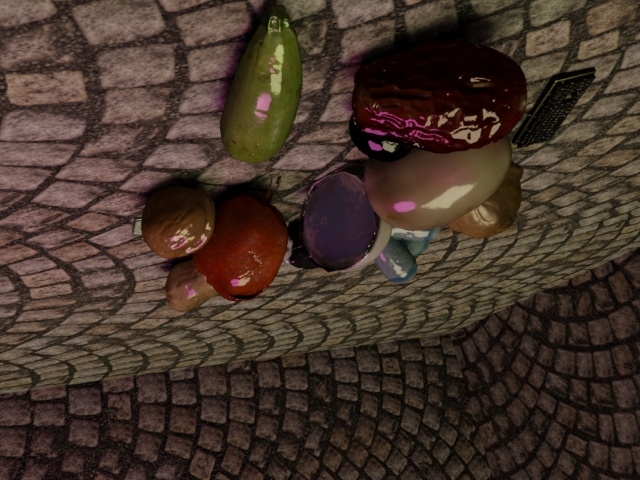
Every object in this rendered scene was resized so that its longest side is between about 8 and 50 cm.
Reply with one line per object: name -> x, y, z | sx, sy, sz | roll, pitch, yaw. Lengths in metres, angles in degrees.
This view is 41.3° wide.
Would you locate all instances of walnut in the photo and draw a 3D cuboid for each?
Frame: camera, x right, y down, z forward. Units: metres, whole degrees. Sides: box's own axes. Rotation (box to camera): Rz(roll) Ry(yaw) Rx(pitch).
walnut -> -0.295, -0.041, 1.757 | 0.166, 0.149, 0.166 | -40, -175, 4
walnut -> 0.353, -0.114, 1.919 | 0.225, 0.224, 0.261 | -22, 168, 22

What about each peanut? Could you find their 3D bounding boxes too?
peanut -> -0.323, 0.102, 2.219 | 0.224, 0.129, 0.129 | -33, 157, 26

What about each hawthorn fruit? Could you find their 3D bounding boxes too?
hawthorn fruit -> -0.158, -0.013, 1.864 | 0.211, 0.211, 0.299 | 10, 121, -54

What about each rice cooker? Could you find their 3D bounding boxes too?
rice cooker -> -0.001, 0.001, 2.165 | 0.203, 0.118, 0.142 | -19, 163, 13

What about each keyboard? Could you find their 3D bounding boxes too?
keyboard -> 0.500, -0.279, 1.847 | 0.106, 0.027, 0.317 | -13, 164, -6

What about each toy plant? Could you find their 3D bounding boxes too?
toy plant -> 0.140, -0.024, 1.989 | 0.247, 0.247, 0.332 | -27, 156, 36

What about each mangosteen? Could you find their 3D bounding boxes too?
mangosteen -> 0.127, -0.221, 1.582 | 0.137, 0.137, 0.151 | 11, 116, -55

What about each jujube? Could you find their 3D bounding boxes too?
jujube -> 0.199, -0.243, 1.436 | 0.291, 0.197, 0.197 | 0, 165, 7

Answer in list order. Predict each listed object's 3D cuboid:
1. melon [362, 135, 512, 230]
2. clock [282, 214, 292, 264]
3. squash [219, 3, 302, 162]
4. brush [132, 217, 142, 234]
melon -> 0.230, -0.144, 1.713 | 0.317, 0.223, 0.223 | -28, 159, 28
clock -> -0.122, -0.005, 2.047 | 0.080, 0.117, 0.176 | -21, 162, 18
squash -> -0.085, -0.235, 1.350 | 0.118, 0.118, 0.370 | -9, 159, -19
brush -> -0.324, -0.045, 1.934 | 0.205, 0.011, 0.083 | -9, 161, -20
